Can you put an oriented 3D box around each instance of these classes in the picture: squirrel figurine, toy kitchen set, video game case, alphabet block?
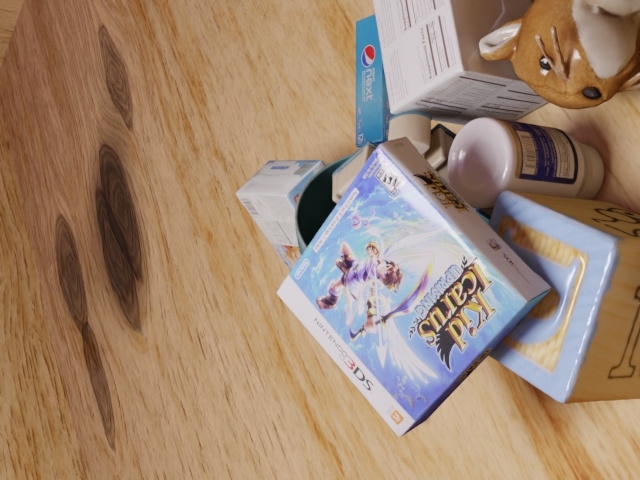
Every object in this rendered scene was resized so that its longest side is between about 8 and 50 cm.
[{"bbox_3d":[0.334,-0.357,1.147,0.397,0.281,0.370,-105,26,-47],"label":"squirrel figurine"},{"bbox_3d":[0.146,-0.085,1.343,0.166,0.207,0.122,-41,27,38],"label":"toy kitchen set"},{"bbox_3d":[0.096,0.059,1.153,0.244,0.061,0.269,48,129,17],"label":"video game case"},{"bbox_3d":[0.312,0.062,1.143,0.192,0.197,0.193,36,116,51],"label":"alphabet block"}]

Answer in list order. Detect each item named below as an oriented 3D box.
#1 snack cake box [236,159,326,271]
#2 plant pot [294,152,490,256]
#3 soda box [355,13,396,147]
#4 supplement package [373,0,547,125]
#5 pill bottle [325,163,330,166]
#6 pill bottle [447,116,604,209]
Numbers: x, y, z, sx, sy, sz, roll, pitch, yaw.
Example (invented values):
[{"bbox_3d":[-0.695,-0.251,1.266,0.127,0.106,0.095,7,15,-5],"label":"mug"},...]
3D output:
[{"bbox_3d":[0.000,0.000,1.556,0.152,0.089,0.264,6,135,54],"label":"snack cake box"},{"bbox_3d":[0.109,0.032,1.404,0.195,0.290,0.290,90,155,-45],"label":"plant pot"},{"bbox_3d":[0.103,-0.255,1.581,0.071,0.067,0.210,-7,82,54],"label":"soda box"},{"bbox_3d":[0.195,-0.304,1.333,0.145,0.204,0.261,-27,66,50],"label":"supplement package"},{"bbox_3d":[0.058,-0.088,1.588,0.065,0.116,0.065,-7,81,55],"label":"pill bottle"},{"bbox_3d":[0.263,-0.090,1.232,0.112,0.187,0.112,-7,81,54],"label":"pill bottle"}]
